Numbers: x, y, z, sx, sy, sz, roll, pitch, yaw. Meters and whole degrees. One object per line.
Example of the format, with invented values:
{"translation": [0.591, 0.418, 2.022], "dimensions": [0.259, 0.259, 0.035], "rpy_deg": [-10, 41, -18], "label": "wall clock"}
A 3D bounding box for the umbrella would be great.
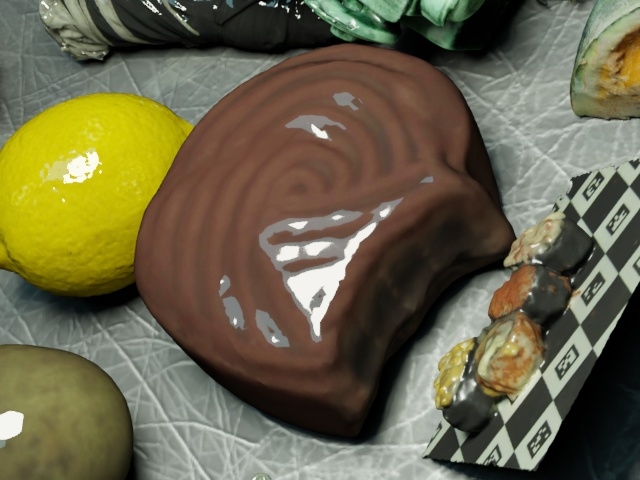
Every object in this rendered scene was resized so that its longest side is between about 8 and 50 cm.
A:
{"translation": [-0.111, -0.238, 1.739], "dimensions": [0.357, 0.113, 0.106], "rpy_deg": [3, 60, 19], "label": "umbrella"}

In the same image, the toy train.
{"translation": [0.042, -0.284, 1.590], "dimensions": [0.299, 0.238, 0.167], "rpy_deg": [37, 112, 22], "label": "toy train"}

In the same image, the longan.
{"translation": [-0.273, 0.183, 1.512], "dimensions": [0.220, 0.196, 0.197], "rpy_deg": [7, 65, 23], "label": "longan"}

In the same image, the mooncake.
{"translation": [0.000, 0.000, 1.507], "dimensions": [0.326, 0.174, 0.334], "rpy_deg": [-22, 54, 9], "label": "mooncake"}

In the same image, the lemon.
{"translation": [-0.212, -0.044, 1.617], "dimensions": [0.244, 0.187, 0.187], "rpy_deg": [-31, 54, 1], "label": "lemon"}

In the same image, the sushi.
{"translation": [0.170, 0.040, 1.376], "dimensions": [0.290, 0.050, 0.264], "rpy_deg": [-60, 12, -12], "label": "sushi"}

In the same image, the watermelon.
{"translation": [0.357, -0.221, 1.467], "dimensions": [0.321, 0.175, 0.188], "rpy_deg": [-4, 61, 21], "label": "watermelon"}

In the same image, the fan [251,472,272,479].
{"translation": [0.015, 0.260, 1.447], "dimensions": [0.220, 0.009, 0.132], "rpy_deg": [36, 78, 34], "label": "fan"}

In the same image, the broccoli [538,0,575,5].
{"translation": [0.290, -0.361, 1.623], "dimensions": [0.180, 0.273, 0.242], "rpy_deg": [-15, 28, -40], "label": "broccoli"}
